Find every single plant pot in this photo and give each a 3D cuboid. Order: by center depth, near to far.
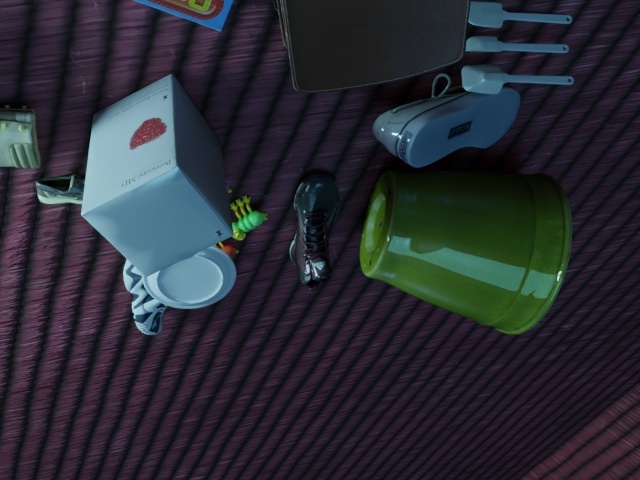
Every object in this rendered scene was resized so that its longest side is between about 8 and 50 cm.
[{"bbox_3d":[0.283,-0.004,1.294,0.353,0.366,0.366,11,129,-11],"label":"plant pot"}]

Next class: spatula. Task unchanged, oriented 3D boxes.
[{"bbox_3d":[0.375,-0.362,1.118,0.242,0.019,0.168,-3,90,-17],"label":"spatula"}]

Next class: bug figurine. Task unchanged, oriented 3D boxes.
[{"bbox_3d":[-0.245,-0.037,1.275,0.216,0.072,0.279,-34,132,16],"label":"bug figurine"}]

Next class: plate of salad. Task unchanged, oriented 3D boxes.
[{"bbox_3d":[-0.286,0.073,1.290,0.200,0.048,0.199,-7,130,-9],"label":"plate of salad"}]

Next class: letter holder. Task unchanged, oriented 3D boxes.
[{"bbox_3d":[0.080,-0.387,0.982,0.302,0.152,0.214,-13,137,-4],"label":"letter holder"}]

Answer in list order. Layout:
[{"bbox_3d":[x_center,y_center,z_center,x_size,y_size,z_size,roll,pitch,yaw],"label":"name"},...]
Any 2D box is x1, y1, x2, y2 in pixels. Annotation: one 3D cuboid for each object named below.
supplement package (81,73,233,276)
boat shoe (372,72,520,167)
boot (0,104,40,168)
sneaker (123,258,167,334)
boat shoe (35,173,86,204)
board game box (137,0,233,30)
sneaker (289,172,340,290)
[{"bbox_3d":[-0.281,-0.120,1.031,0.178,0.292,0.175,-25,134,7],"label":"supplement package"},{"bbox_3d":[0.242,-0.248,1.176,0.367,0.156,0.135,-25,137,-34],"label":"boat shoe"},{"bbox_3d":[-0.591,-0.220,0.986,0.204,0.095,0.261,-3,135,-12],"label":"boot"},{"bbox_3d":[-0.358,0.131,1.386,0.153,0.094,0.234,-3,124,-1],"label":"sneaker"},{"bbox_3d":[-0.479,-0.103,1.157,0.152,0.056,0.049,-8,139,-9],"label":"boat shoe"},{"bbox_3d":[-0.228,-0.491,0.817,0.308,0.086,0.302,10,129,-31],"label":"board game box"},{"bbox_3d":[0.000,0.000,1.315,0.107,0.162,0.281,-4,134,-13],"label":"sneaker"}]
